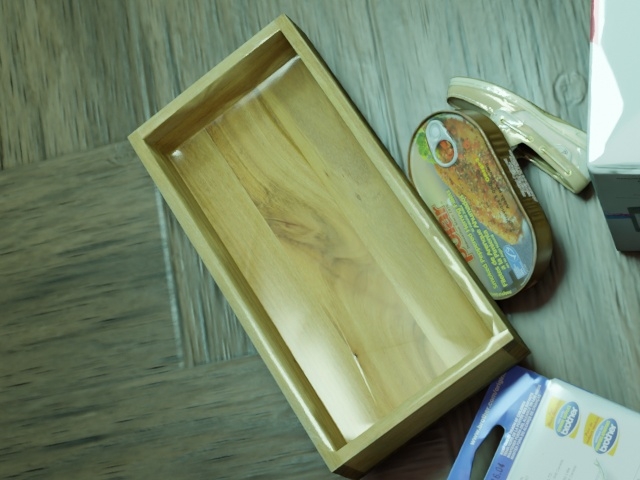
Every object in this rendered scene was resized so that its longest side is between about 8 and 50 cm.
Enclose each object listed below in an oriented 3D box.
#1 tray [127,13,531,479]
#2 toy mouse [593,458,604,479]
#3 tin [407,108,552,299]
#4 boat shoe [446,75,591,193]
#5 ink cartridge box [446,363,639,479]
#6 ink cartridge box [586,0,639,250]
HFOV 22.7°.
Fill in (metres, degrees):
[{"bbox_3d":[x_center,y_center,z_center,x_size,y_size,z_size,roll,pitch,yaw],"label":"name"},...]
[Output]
[{"bbox_3d":[0.000,0.000,1.518,0.203,0.076,0.411,-38,64,9],"label":"tray"},{"bbox_3d":[0.232,0.277,1.381,0.143,0.031,0.161,-19,75,11],"label":"toy mouse"},{"bbox_3d":[0.149,-0.035,1.502,0.106,0.040,0.190,-35,75,38],"label":"tin"},{"bbox_3d":[0.187,-0.100,1.517,0.170,0.063,0.059,29,82,18],"label":"boat shoe"},{"bbox_3d":[0.269,0.249,1.424,0.311,0.065,0.186,23,86,17],"label":"ink cartridge box"},{"bbox_3d":[0.302,-0.129,1.361,0.131,0.306,0.226,-1,79,15],"label":"ink cartridge box"}]
